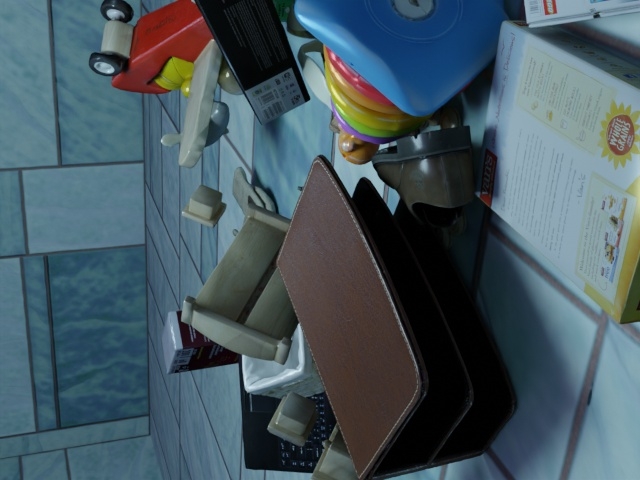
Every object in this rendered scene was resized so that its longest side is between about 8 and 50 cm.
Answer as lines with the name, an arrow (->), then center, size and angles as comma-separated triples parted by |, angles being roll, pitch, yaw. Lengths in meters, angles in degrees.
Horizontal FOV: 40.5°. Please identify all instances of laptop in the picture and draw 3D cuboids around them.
laptop -> -0.022, 0.271, 1.335 | 0.136, 0.265, 0.234 | -23, -69, -72

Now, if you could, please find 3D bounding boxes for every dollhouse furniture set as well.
dollhouse furniture set -> -0.073, 0.139, 1.101 | 0.173, 0.356, 0.303 | 107, -170, -45

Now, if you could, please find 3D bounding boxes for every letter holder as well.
letter holder -> 0.085, 0.067, 0.937 | 0.214, 0.152, 0.301 | 109, 146, -47

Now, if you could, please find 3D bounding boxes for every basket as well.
basket -> -0.040, 0.140, 1.259 | 0.113, 0.103, 0.167 | -24, 56, 31

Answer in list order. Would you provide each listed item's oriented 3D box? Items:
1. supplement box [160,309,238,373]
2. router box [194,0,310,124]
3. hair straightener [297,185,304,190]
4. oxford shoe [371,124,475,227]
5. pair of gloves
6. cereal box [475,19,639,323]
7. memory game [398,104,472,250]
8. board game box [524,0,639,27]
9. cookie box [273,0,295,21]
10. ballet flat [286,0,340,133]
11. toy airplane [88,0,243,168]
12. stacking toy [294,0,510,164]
supplement box -> -0.148, 0.164, 1.508 | 0.130, 0.240, 0.073 | 119, 140, -59
router box -> -0.123, -0.320, 1.076 | 0.242, 0.081, 0.309 | 63, 180, 22
hair straightener -> 0.000, 0.000, 1.334 | 0.230, 0.047, 0.089 | -114, 27, -43
oxford shoe -> 0.104, -0.057, 0.897 | 0.227, 0.083, 0.096 | -148, 46, -86
pair of gloves -> -0.127, -0.004, 1.706 | 0.204, 0.042, 0.240 | -128, 35, -51
cereal box -> 0.211, -0.067, 0.714 | 0.240, 0.047, 0.172 | -123, 33, -55
memory game -> 0.128, -0.078, 1.004 | 0.186, 0.012, 0.186 | 174, 90, -71
board game box -> 0.198, -0.314, 0.612 | 0.193, 0.053, 0.305 | -156, 54, -68
cookie box -> -0.050, -0.356, 1.289 | 0.092, 0.107, 0.040 | -122, 33, -52
ballet flat -> 0.016, -0.267, 1.128 | 0.107, 0.106, 0.315 | 112, 147, -55
toy airplane -> -0.196, -0.358, 1.557 | 0.386, 0.272, 0.384 | -52, 45, 9
stacking toy -> 0.067, -0.163, 0.933 | 0.175, 0.166, 0.302 | 42, 158, 10
